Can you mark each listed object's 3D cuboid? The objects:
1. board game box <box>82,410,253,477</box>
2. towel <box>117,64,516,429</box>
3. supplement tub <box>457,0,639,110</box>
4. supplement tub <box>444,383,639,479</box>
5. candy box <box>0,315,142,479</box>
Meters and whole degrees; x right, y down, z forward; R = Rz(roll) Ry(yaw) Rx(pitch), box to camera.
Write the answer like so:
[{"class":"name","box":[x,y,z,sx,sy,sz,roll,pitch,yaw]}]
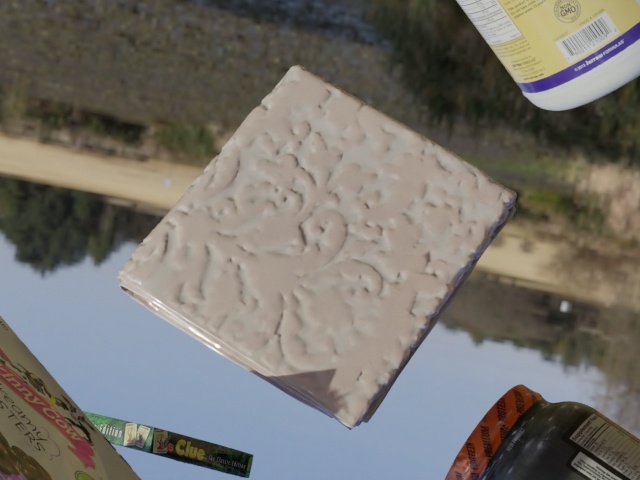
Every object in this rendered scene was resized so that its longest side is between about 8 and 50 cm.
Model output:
[{"class":"board game box","box":[-0.203,0.199,1.356,0.260,0.030,0.136,4,168,44]},{"class":"towel","box":[0.000,0.000,1.426,0.317,0.332,0.053,32,159,17]},{"class":"supplement tub","box":[0.227,-0.325,1.340,0.331,0.241,0.241,52,173,-13]},{"class":"supplement tub","box":[0.311,0.315,1.427,0.338,0.207,0.207,34,-168,22]},{"class":"candy box","box":[-0.190,0.114,0.697,0.165,0.070,0.196,47,-173,5]}]
